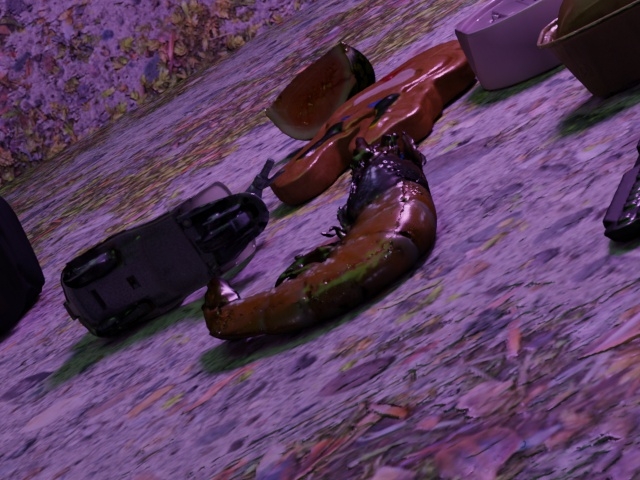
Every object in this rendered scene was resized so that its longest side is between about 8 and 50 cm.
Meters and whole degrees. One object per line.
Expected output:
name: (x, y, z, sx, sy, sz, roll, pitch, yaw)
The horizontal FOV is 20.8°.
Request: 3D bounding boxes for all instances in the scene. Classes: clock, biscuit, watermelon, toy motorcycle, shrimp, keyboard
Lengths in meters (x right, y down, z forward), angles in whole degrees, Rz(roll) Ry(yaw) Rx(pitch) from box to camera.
clock: (0.238, -0.233, 1.800, 0.197, 0.068, 0.197, -30, 12, 7)
biscuit: (0.070, -0.143, 1.897, 0.202, 0.047, 0.334, -23, 14, 35)
watermelon: (0.008, -0.155, 2.050, 0.163, 0.087, 0.069, -38, 31, 45)
toy motorcycle: (-0.143, 0.010, 1.699, 0.263, 0.091, 0.157, -27, 8, 30)
shrimp: (0.000, 0.000, 1.453, 0.222, 0.054, 0.290, -27, 21, 19)
keyboard: (0.259, -0.069, 1.198, 0.106, 0.016, 0.262, -25, 13, 29)

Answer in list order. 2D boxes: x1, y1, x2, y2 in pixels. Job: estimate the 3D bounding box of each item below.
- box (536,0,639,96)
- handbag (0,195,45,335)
box: (0.271, -0.197, 1.484, 0.177, 0.111, 0.111, -27, 12, 19)
handbag: (-0.474, 0.073, 2.055, 0.302, 0.178, 0.275, -31, -3, -9)
